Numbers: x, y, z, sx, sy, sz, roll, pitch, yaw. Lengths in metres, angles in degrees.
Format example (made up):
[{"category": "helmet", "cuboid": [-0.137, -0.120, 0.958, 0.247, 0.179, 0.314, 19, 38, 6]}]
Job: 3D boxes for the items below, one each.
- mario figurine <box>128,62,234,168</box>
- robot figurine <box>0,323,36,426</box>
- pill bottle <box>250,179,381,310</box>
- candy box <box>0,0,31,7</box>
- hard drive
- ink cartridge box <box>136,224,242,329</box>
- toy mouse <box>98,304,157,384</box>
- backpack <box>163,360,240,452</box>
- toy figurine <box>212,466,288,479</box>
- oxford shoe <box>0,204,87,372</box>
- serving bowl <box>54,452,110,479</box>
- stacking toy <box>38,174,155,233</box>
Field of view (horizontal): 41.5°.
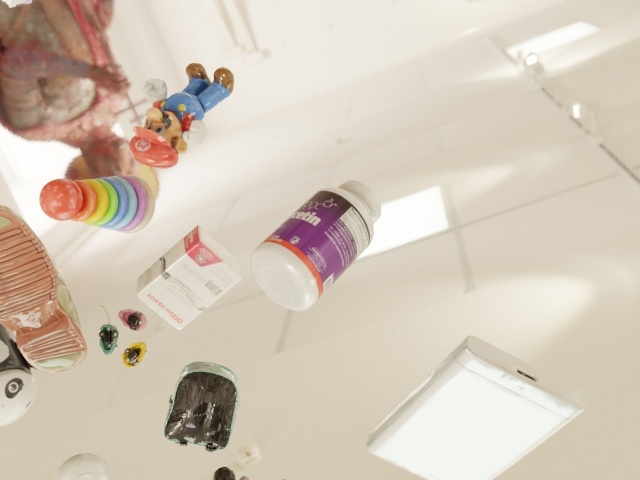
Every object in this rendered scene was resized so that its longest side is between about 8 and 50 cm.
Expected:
[{"category": "mario figurine", "cuboid": [-0.327, -0.301, 1.922, 0.198, 0.170, 0.321, -21, -149, 50]}, {"category": "robot figurine", "cuboid": [-0.768, 0.294, 1.944, 0.209, 0.278, 0.173, -45, 153, 20]}, {"category": "pill bottle", "cuboid": [0.000, 0.000, 1.940, 0.181, 0.182, 0.323, -3, -146, 49]}, {"category": "candy box", "cuboid": [-0.534, -0.498, 1.353, 0.165, 0.196, 0.070, -57, -179, 24]}, {"category": "hard drive", "cuboid": [0.264, 0.325, 1.505, 0.353, 0.233, 0.047, -55, -168, 42]}, {"category": "ink cartridge box", "cuboid": [-0.359, 0.103, 2.305, 0.237, 0.172, 0.100, -39, -151, 11]}, {"category": "toy mouse", "cuboid": [-0.396, 0.183, 1.706, 0.161, 0.143, 0.031, -48, 163, 13]}, {"category": "backpack", "cuboid": [-0.272, 0.380, 1.996, 0.165, 0.189, 0.144, 13, -165, -2]}, {"category": "toy figurine", "cuboid": [-0.163, 0.583, 1.743, 0.212, 0.148, 0.210, 13, -131, 17]}, {"category": "oxford shoe", "cuboid": [-0.533, 0.071, 1.513, 0.140, 0.397, 0.147, -15, -135, -10]}, {"category": "serving bowl", "cuboid": [-0.357, 0.366, 1.277, 0.083, 0.083, 0.027, -28, -164, -19]}, {"category": "stacking toy", "cuboid": [-0.503, -0.090, 1.874, 0.141, 0.141, 0.330, -17, 174, 17]}]
